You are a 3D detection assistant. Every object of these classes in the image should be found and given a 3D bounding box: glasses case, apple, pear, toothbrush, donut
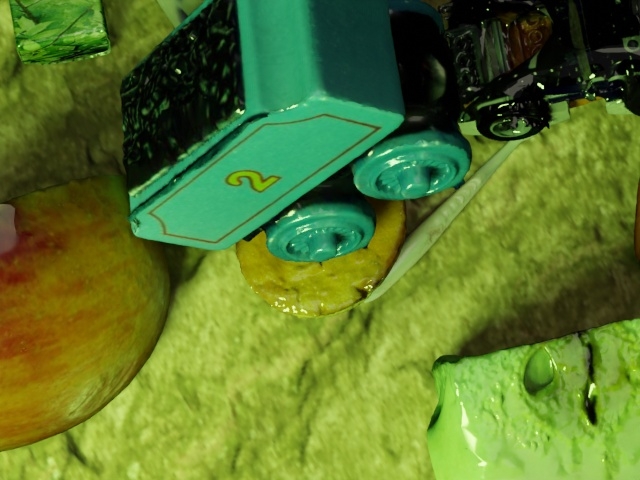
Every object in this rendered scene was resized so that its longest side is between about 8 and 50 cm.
[{"bbox_3d":[-0.284,-0.319,1.553,0.095,0.062,0.272,-10,76,-4],"label":"glasses case"},{"bbox_3d":[-0.295,0.075,1.400,0.346,0.179,0.254,-29,117,-14],"label":"apple"},{"bbox_3d":[0.247,0.219,1.427,0.286,0.176,0.282,-13,79,-6],"label":"pear"},{"bbox_3d":[0.147,-0.045,1.554,0.025,0.029,0.307,44,74,1],"label":"toothbrush"},{"bbox_3d":[0.000,0.000,1.502,0.162,0.065,0.178,33,74,14],"label":"donut"}]

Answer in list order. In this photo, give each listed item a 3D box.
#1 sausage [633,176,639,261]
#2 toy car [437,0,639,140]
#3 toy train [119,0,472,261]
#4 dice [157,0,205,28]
[{"bbox_3d":[0.391,-0.119,1.573,0.102,0.102,0.330,14,73,-4],"label":"sausage"},{"bbox_3d":[0.273,-0.197,1.525,0.301,0.118,0.193,-7,67,12],"label":"toy car"},{"bbox_3d":[-0.033,-0.104,1.349,0.265,0.300,0.188,10,61,-36],"label":"toy train"},{"bbox_3d":[-0.055,-0.316,1.481,0.243,0.259,0.251,-31,82,-13],"label":"dice"}]
